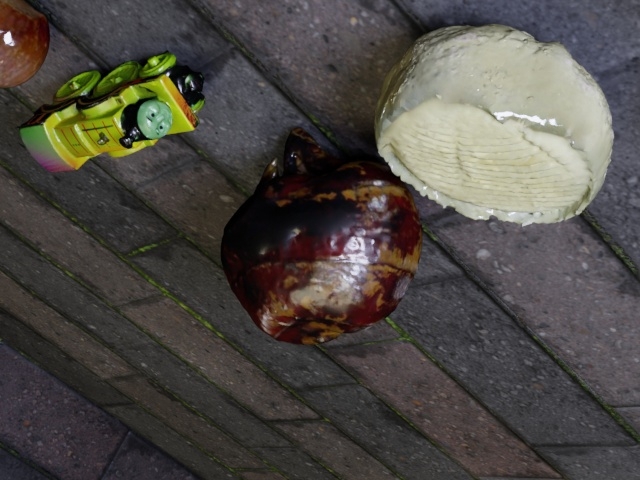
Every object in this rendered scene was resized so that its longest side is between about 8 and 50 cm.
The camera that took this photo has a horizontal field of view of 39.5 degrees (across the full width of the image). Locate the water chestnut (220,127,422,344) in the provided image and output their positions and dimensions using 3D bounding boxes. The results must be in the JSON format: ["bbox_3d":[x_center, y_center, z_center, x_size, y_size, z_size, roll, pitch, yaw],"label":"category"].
[{"bbox_3d":[0.000,0.000,1.207,0.244,0.289,0.289,44,146,-18],"label":"water chestnut"}]

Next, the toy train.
[{"bbox_3d":[-0.288,-0.176,1.253,0.296,0.161,0.100,-3,132,40],"label":"toy train"}]

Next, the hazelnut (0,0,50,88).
[{"bbox_3d":[-0.460,-0.283,1.247,0.154,0.143,0.143,28,150,-3],"label":"hazelnut"}]

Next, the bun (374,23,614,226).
[{"bbox_3d":[0.186,-0.131,0.955,0.259,0.152,0.259,17,160,6],"label":"bun"}]
